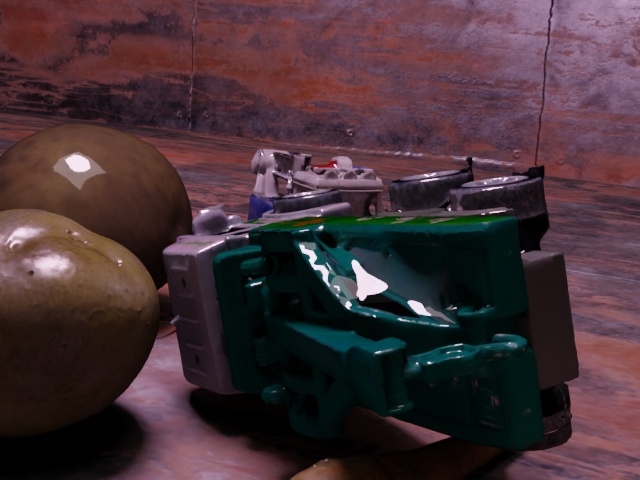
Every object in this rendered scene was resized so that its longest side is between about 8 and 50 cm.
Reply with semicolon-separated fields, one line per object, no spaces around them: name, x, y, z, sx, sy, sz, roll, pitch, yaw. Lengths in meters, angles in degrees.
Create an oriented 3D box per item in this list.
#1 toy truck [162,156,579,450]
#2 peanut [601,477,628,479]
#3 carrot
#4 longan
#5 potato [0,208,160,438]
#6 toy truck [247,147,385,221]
toy truck;0.021;0.044;0.612;0.178;0.176;0.363;-11;7;-28
peanut;0.126;0.163;0.428;0.076;0.076;0.152;14;20;40
carrot;0.063;0.145;0.572;0.049;0.049;0.255;15;12;41
longan;-0.227;-0.018;0.879;0.197;0.196;0.220;10;18;26
potato;-0.220;0.058;0.633;0.235;0.160;0.178;-3;-21;45
toy truck;0.000;0.000;0.903;0.161;0.176;0.213;-1;12;-26
